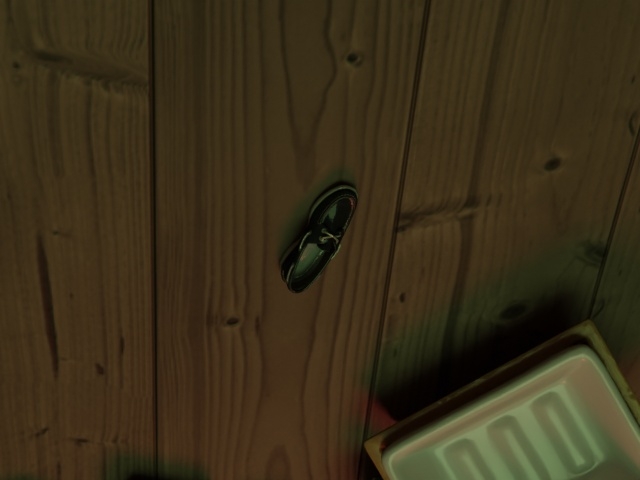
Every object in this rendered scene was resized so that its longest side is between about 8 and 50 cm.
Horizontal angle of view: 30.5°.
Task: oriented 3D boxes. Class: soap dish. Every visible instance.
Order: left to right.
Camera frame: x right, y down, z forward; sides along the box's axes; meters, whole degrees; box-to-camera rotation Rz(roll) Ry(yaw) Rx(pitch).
[{"bbox_3d":[0.230,0.247,1.335,0.290,0.118,0.229,-30,97,9],"label":"soap dish"}]

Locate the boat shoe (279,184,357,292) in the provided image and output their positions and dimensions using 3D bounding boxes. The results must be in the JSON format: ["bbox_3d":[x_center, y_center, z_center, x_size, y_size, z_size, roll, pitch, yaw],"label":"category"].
[{"bbox_3d":[0.000,0.000,1.179,0.046,0.038,0.125,24,118,-30],"label":"boat shoe"}]

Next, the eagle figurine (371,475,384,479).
[{"bbox_3d":[0.065,0.429,1.467,0.226,0.225,0.298,-41,101,-33],"label":"eagle figurine"}]
